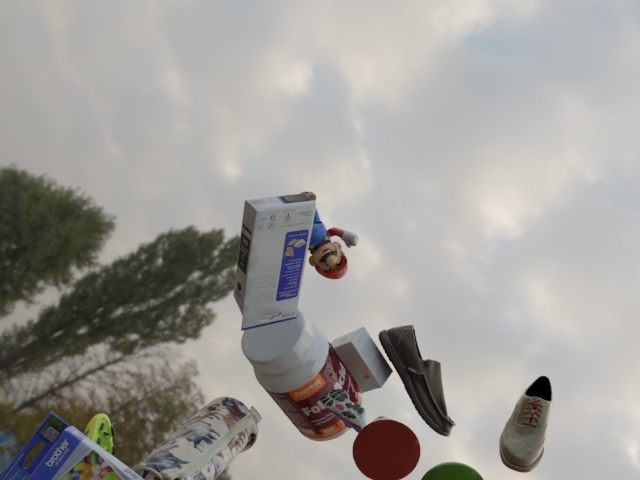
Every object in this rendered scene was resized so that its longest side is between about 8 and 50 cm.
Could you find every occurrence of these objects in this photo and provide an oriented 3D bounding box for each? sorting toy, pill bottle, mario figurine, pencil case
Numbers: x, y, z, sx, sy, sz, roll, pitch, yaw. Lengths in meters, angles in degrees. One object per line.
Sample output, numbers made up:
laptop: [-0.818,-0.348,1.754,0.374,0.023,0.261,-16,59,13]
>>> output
sorting toy: [0.216,0.429,1.369,0.365,0.127,0.126,36,11,-8]
pill bottle: [-0.049,0.369,2.055,0.224,0.224,0.392,27,-24,46]
mario figurine: [0.000,0.000,2.464,0.198,0.170,0.320,-17,-64,32]
pencil case: [-0.298,0.516,1.758,0.183,0.410,0.160,-17,-84,26]

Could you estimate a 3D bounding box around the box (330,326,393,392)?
box: [0.114,0.370,2.249,0.130,0.091,0.170,-27,-81,39]

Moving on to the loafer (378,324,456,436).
loafer: [0.308,0.407,2.199,0.366,0.130,0.134,60,5,12]

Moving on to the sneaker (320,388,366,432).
sneaker: [0.057,0.428,1.833,0.170,0.068,0.071,30,-40,57]

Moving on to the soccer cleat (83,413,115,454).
soccer cleat: [-0.540,0.532,1.653,0.121,0.289,0.093,1,-18,18]

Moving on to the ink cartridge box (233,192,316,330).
ink cartridge box: [-0.116,0.052,1.763,0.065,0.165,0.332,41,-50,45]

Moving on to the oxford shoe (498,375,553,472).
oxford shoe: [0.581,0.505,2.076,0.123,0.348,0.130,13,-61,18]

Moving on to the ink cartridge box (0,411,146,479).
ink cartridge box: [-0.470,0.504,1.454,0.311,0.186,0.065,37,-6,2]
